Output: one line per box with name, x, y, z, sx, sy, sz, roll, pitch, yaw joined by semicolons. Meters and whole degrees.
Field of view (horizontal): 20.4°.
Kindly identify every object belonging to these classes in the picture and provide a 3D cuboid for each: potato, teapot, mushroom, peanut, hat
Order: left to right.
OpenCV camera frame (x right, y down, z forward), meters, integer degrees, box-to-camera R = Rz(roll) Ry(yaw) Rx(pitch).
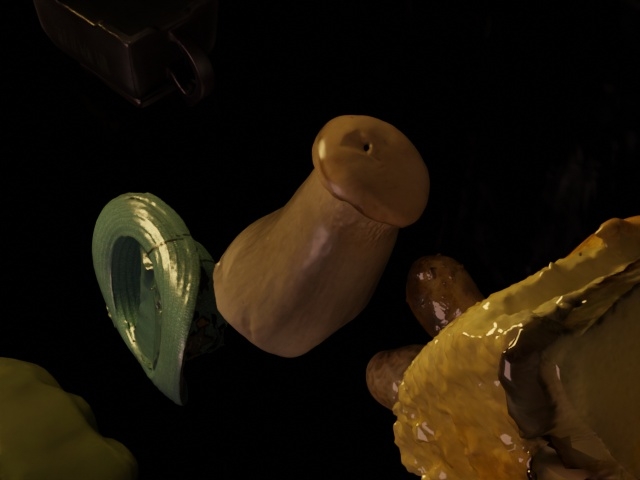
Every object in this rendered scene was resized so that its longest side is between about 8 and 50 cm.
teapot;-0.137;-0.145;1.278;0.177;0.087;0.096;33;143;33
hat;-0.115;0.045;1.403;0.191;0.078;0.138;54;142;43
mushroom;-0.003;0.010;1.213;0.096;0.108;0.247;20;149;-14
peanut;0.077;0.101;1.215;0.113;0.054;0.054;16;127;42
potato;0.087;0.047;1.169;0.083;0.040;0.051;55;151;10

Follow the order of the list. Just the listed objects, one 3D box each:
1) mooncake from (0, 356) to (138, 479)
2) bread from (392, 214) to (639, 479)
mooncake;-0.290;0.289;1.702;0.356;0.194;0.356;28;131;38
bread;0.156;0.092;0.987;0.162;0.204;0.262;39;146;47
